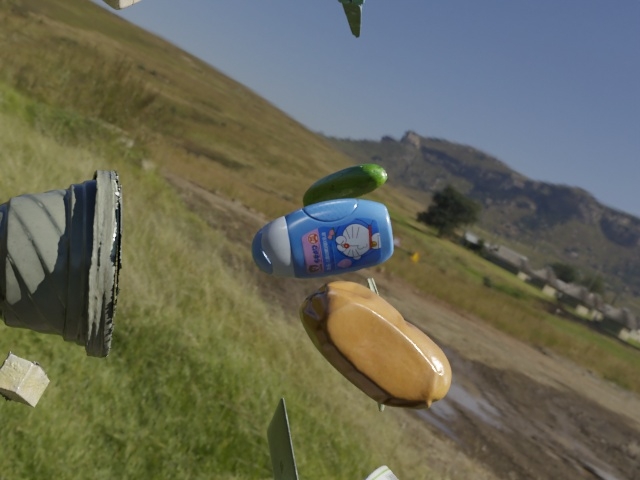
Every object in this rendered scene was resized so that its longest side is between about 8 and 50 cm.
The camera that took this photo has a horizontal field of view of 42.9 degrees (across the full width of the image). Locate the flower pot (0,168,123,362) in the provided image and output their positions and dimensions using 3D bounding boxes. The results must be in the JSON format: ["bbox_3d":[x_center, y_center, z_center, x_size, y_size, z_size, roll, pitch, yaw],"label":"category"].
[{"bbox_3d":[-0.309,0.027,0.958,0.140,0.235,0.235,1,13,-18],"label":"flower pot"}]

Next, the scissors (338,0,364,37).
[{"bbox_3d":[0.082,-0.612,2.111,0.192,0.029,0.447,7,-7,6],"label":"scissors"}]

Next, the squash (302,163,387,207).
[{"bbox_3d":[0.051,-0.137,2.101,0.082,0.082,0.292,24,-28,-37],"label":"squash"}]

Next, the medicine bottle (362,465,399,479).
[{"bbox_3d":[0.128,0.444,1.256,0.183,0.086,0.086,47,12,23],"label":"medicine bottle"}]

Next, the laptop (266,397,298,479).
[{"bbox_3d":[-0.084,0.524,1.887,0.015,0.188,0.269,0,51,-17],"label":"laptop"}]

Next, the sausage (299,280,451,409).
[{"bbox_3d":[0.078,0.152,1.152,0.241,0.120,0.136,40,-3,-3],"label":"sausage"}]

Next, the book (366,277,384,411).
[{"bbox_3d":[0.098,0.181,1.456,0.013,0.168,0.192,-1,24,-4],"label":"book"}]

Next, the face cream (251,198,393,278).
[{"bbox_3d":[0.000,0.000,1.533,0.264,0.149,0.083,-11,23,-3],"label":"face cream"}]

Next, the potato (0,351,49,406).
[{"bbox_3d":[-0.579,0.273,1.583,0.061,0.086,0.122,21,-26,12],"label":"potato"}]

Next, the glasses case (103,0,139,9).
[{"bbox_3d":[-0.381,-0.598,1.495,0.144,0.336,0.076,41,53,14],"label":"glasses case"}]
